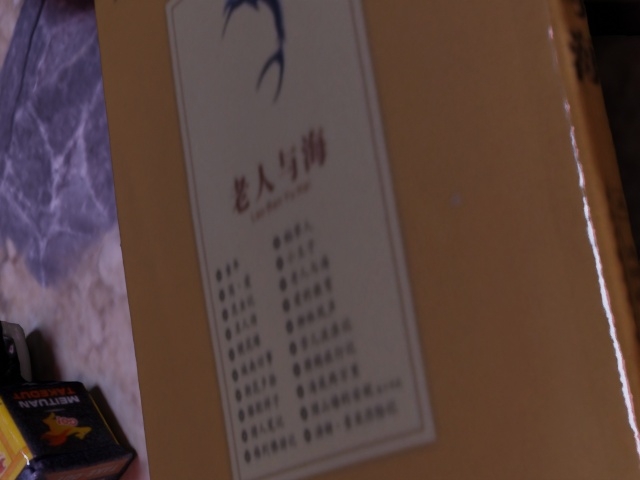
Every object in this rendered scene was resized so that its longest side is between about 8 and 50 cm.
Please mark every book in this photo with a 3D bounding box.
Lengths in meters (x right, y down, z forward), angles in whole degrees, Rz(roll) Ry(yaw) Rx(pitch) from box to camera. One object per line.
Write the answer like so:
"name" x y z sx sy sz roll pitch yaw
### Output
"book" 0.000 0.000 0.460 0.269 0.032 0.389 -25 67 49

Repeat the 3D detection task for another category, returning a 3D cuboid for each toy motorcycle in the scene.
"toy motorcycle" -0.215 0.150 0.678 0.157 0.091 0.263 51 121 28

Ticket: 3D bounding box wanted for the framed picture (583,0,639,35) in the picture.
"framed picture" 0.051 -0.239 0.468 0.244 0.013 0.324 10 96 46
